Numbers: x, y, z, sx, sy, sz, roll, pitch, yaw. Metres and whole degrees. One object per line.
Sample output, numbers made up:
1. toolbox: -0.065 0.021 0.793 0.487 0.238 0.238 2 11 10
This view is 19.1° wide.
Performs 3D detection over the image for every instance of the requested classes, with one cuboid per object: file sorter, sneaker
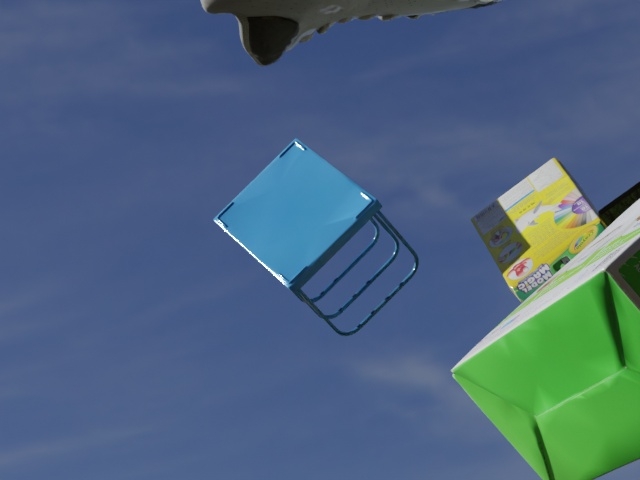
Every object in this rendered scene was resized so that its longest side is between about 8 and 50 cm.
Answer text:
1. file sorter: 0.000 0.000 1.875 0.118 0.170 0.104 -45 -54 -4
2. sneaker: 0.016 -0.162 1.197 0.229 0.086 0.132 2 -32 -43

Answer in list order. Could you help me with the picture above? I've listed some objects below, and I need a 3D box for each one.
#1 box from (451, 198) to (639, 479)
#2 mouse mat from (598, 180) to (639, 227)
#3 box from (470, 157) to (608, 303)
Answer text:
1. box: 0.244 0.032 1.290 0.231 0.127 0.262 -39 -3 -26
2. mouse mat: 0.346 0.029 1.887 0.153 0.189 0.007 -35 17 -19
3. box: 0.209 -0.002 1.756 0.105 0.179 0.043 -37 -67 8
